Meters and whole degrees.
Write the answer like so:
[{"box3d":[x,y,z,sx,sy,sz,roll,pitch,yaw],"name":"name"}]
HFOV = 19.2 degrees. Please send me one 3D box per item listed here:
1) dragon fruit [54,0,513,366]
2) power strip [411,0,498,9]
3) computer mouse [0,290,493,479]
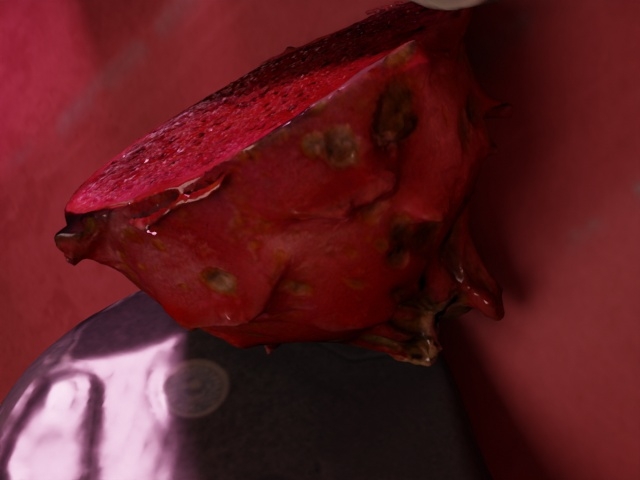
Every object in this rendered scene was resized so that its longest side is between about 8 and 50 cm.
[{"box3d":[0.000,0.000,0.616,0.153,0.153,0.111,-20,104,46],"name":"dragon fruit"},{"box3d":[-0.006,-0.218,0.556,0.229,0.141,0.261,28,122,36],"name":"power strip"},{"box3d":[0.009,0.152,0.601,0.090,0.167,0.379,77,167,-48],"name":"computer mouse"}]
